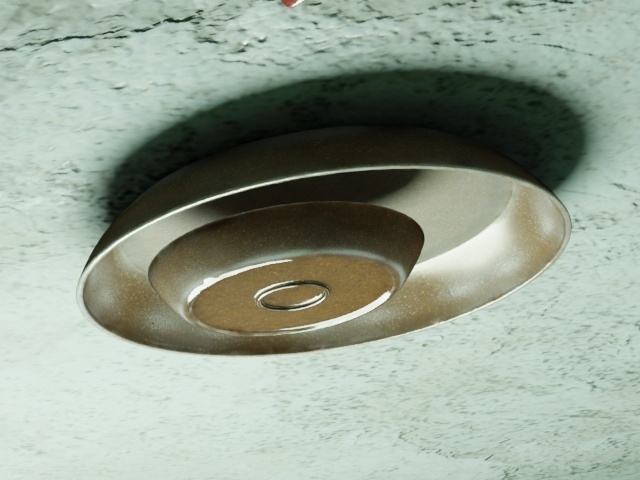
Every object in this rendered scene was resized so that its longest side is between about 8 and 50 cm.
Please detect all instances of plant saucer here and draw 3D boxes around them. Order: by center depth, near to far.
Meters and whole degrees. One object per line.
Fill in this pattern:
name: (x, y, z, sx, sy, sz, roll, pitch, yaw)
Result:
plant saucer: (-0.019, 0.023, 1.149, 0.168, 0.029, 0.168, -8, 159, -3)
plant saucer: (0.000, 0.000, 1.200, 0.311, 0.050, 0.310, -8, 159, -3)

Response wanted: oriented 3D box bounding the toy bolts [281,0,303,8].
toy bolts: (0.035, -0.213, 0.629, 0.228, 0.158, 0.218, -34, -171, 29)
